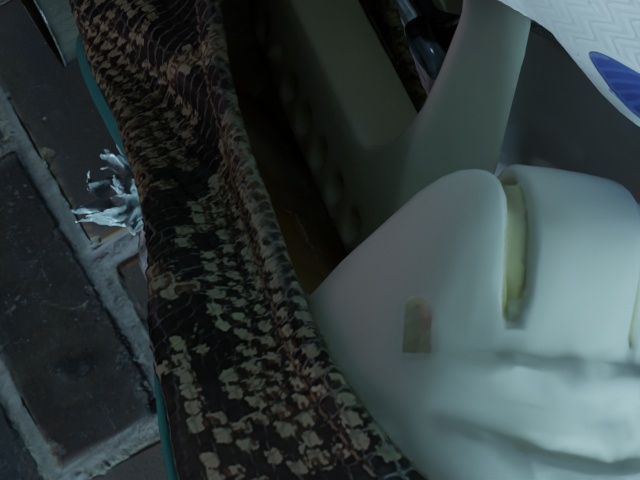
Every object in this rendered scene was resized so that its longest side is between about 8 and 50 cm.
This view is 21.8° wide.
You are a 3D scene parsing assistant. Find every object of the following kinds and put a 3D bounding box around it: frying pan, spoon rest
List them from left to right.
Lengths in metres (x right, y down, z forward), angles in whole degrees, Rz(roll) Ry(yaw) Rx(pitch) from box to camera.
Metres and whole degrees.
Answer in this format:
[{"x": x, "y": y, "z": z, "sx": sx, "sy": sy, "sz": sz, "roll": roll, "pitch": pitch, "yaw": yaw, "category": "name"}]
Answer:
[{"x": 0.061, "y": -0.123, "z": 0.890, "sx": 0.197, "sy": 0.053, "sz": 0.326, "roll": 61, "pitch": -176, "yaw": 22, "category": "frying pan"}, {"x": 0.150, "y": 0.003, "z": 0.734, "sx": 0.276, "sy": 0.084, "sz": 0.137, "roll": 53, "pitch": 168, "yaw": -33, "category": "spoon rest"}]

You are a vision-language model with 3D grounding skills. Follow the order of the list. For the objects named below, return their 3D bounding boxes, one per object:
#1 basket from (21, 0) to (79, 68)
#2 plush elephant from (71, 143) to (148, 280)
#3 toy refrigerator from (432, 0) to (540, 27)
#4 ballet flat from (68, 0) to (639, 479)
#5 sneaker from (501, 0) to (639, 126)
[{"x": -0.124, "y": -0.253, "z": 1.155, "sx": 0.204, "sy": 0.227, "sz": 0.154, "roll": 57, "pitch": 172, "yaw": 28, "category": "basket"}, {"x": 0.000, "y": 0.000, "z": 1.321, "sx": 0.255, "sy": 0.272, "sz": 0.330, "roll": 16, "pitch": -176, "yaw": 28, "category": "plush elephant"}, {"x": 0.047, "y": -0.228, "z": 0.664, "sx": 0.270, "sy": 0.094, "sz": 0.102, "roll": 62, "pitch": 169, "yaw": -20, "category": "toy refrigerator"}, {"x": 0.018, "y": -0.008, "z": 0.590, "sx": 0.164, "sy": 0.182, "sz": 0.483, "roll": 20, "pitch": -147, "yaw": -34, "category": "ballet flat"}, {"x": 0.105, "y": -0.145, "z": 0.484, "sx": 0.315, "sy": 0.182, "sz": 0.127, "roll": 32, "pitch": 175, "yaw": -4, "category": "sneaker"}]
